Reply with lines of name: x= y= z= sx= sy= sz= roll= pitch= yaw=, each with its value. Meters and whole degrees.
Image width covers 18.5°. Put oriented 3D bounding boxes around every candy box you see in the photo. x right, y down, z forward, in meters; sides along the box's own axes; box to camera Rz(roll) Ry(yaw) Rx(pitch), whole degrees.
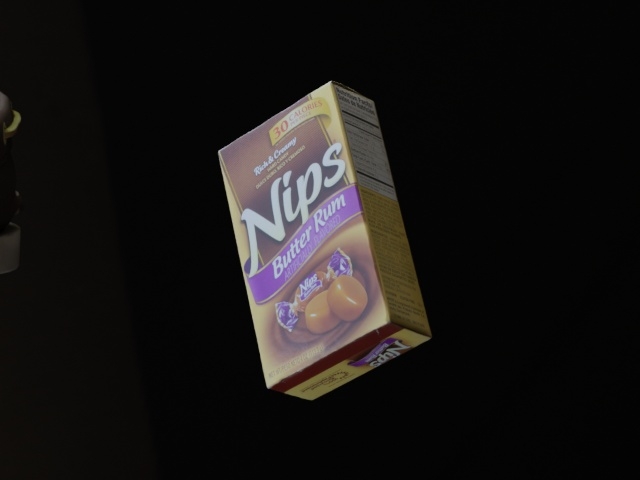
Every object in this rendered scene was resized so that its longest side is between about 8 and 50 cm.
candy box: x=0.000 y=0.000 z=1.321 sx=0.053 sy=0.109 sz=0.187 roll=22 pitch=-134 yaw=-47

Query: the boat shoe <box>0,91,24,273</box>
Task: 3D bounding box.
boat shoe: x=-0.212 y=-0.028 z=0.874 sx=0.324 sy=0.116 sz=0.097 roll=-17 pitch=-68 yaw=-78
